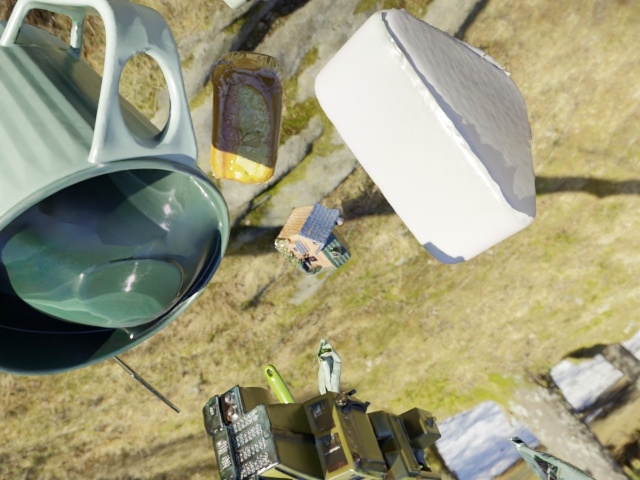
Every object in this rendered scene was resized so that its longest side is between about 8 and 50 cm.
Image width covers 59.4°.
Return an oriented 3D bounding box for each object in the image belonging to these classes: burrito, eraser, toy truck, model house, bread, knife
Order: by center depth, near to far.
[{"bbox_3d":[0.014,0.200,0.515,0.127,0.127,0.257,-38,140,22],"label":"toy truck"},{"bbox_3d":[0.146,-0.171,0.777,0.331,0.332,0.150,6,150,-42],"label":"eraser"},{"bbox_3d":[-0.032,0.262,0.818,0.022,0.184,0.026,-33,170,5],"label":"knife"},{"bbox_3d":[0.016,0.240,1.040,0.044,0.074,0.118,-3,124,-8],"label":"burrito"},{"bbox_3d":[-0.158,-0.257,1.203,0.152,0.119,0.288,8,130,-4],"label":"bread"},{"bbox_3d":[0.000,0.000,1.654,0.183,0.172,0.167,51,46,-33],"label":"model house"}]

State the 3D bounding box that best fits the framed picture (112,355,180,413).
[{"bbox_3d":[-0.531,0.354,1.551,0.016,0.265,0.347,-50,156,-21],"label":"framed picture"}]

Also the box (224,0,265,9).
[{"bbox_3d":[-0.113,-0.578,1.004,0.220,0.166,0.291,45,57,-27],"label":"box"}]

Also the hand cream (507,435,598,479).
[{"bbox_3d":[0.285,0.255,0.511,0.052,0.248,0.075,-29,112,-17],"label":"hand cream"}]

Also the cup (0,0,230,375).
[{"bbox_3d":[-0.304,-0.097,0.702,0.401,0.392,0.310,-44,152,2],"label":"cup"}]
